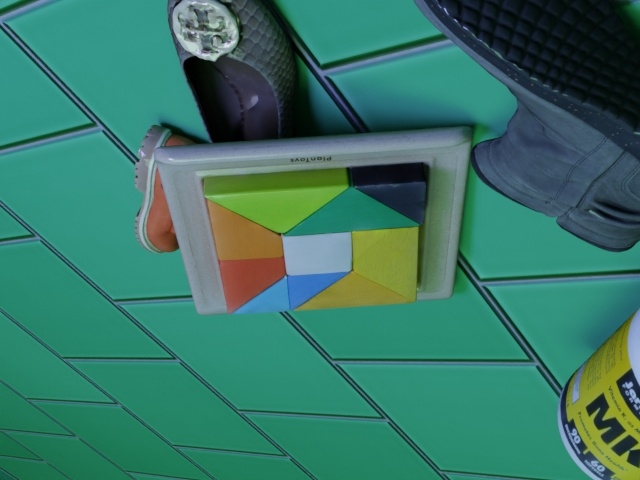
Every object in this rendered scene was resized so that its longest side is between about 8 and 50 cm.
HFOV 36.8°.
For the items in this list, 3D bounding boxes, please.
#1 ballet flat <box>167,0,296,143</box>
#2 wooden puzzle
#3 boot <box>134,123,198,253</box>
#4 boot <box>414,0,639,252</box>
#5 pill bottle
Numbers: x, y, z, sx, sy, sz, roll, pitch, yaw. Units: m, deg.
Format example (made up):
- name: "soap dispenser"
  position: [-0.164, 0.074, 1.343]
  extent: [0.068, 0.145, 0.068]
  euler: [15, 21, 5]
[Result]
- name: "ballet flat"
  position: [-0.059, -0.090, 0.702]
  extent: [0.084, 0.058, 0.250]
  euler: [13, 148, 17]
- name: "wooden puzzle"
  position: [0.000, 0.000, 0.740]
  extent: [0.220, 0.044, 0.239]
  euler: [-4, 148, 0]
- name: "boot"
  position: [-0.115, -0.029, 0.841]
  extent: [0.084, 0.059, 0.158]
  euler: [18, 148, 1]
- name: "boot"
  position: [0.131, -0.074, 0.583]
  extent: [0.246, 0.083, 0.161]
  euler: [32, 154, -9]
- name: "pill bottle"
  position: [0.268, 0.106, 0.719]
  extent: [0.119, 0.119, 0.208]
  euler: [22, 149, 4]
